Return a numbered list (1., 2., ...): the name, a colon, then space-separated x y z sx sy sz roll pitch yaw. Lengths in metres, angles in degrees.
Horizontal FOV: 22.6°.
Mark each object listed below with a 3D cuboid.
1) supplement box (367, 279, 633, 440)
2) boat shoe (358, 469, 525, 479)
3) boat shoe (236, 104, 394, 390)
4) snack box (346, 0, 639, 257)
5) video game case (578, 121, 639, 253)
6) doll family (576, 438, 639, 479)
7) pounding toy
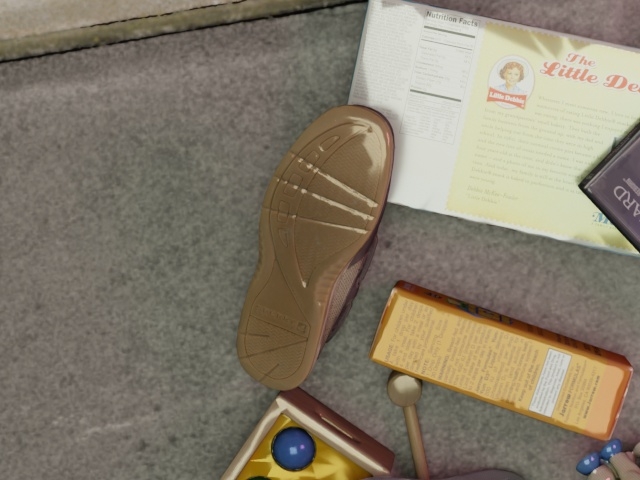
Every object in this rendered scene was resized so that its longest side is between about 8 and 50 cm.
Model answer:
1. supplement box: 0.165 0.110 1.481 0.233 0.078 0.080 17 96 4
2. boat shoe: 0.102 0.260 1.447 0.226 0.083 0.076 2 106 -34
3. boat shoe: 0.000 0.000 1.449 0.103 0.092 0.285 21 114 11
4. snack box: 0.184 -0.104 1.471 0.322 0.060 0.187 13 97 5
5. video game case: 0.390 -0.078 1.428 0.274 0.026 0.196 -45 104 0
6. doll family: 0.372 0.217 1.439 0.263 0.118 0.163 -37 57 -1
7. pounding toy: 0.025 0.208 1.493 0.181 0.094 0.206 34 97 2
